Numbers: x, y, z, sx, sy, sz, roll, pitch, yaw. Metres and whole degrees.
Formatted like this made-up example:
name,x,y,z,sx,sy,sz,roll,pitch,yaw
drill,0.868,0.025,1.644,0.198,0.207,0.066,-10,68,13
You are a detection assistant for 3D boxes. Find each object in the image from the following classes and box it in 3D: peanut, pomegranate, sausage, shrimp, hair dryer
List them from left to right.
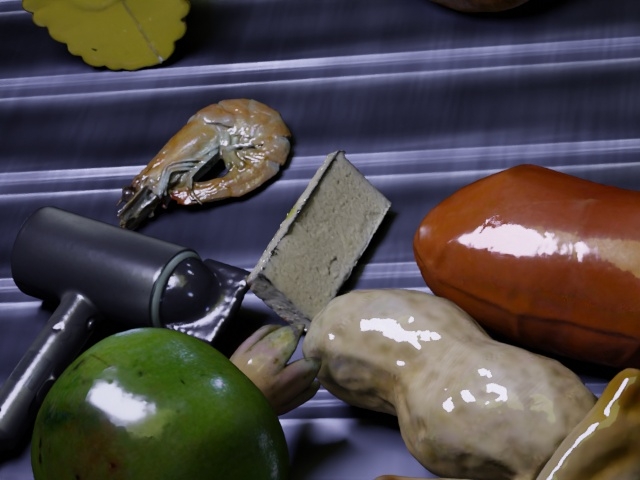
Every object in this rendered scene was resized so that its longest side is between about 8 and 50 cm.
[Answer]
name,x,y,z,sx,sy,sz,roll,pitch,yaw
hair dryer,-0.189,0.097,1.538,0.196,0.078,0.248,16,61,30
pomegranate,-0.090,0.137,1.379,0.187,0.187,0.225,25,49,36
shrimp,-0.101,-0.058,1.691,0.180,0.041,0.099,-37,61,-23
peanut,0.091,0.102,1.411,0.117,0.101,0.263,-21,38,-35
sausage,0.191,0.024,1.447,0.258,0.133,0.133,14,51,24

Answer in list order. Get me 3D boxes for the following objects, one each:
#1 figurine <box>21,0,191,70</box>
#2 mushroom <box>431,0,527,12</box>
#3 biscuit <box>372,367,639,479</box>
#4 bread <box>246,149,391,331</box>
name,x,y,z,sx,sy,sz,roll,pitch,yaw
figurine,-0.179,-0.326,1.904,0.187,0.168,0.315,31,36,-13
mushroom,0.130,-0.254,1.792,0.210,0.072,0.094,14,48,33
biscuit,0.149,0.193,1.288,0.208,0.047,0.164,-22,86,-6
bread,0.000,0.000,1.571,0.028,0.068,0.153,-28,25,50
